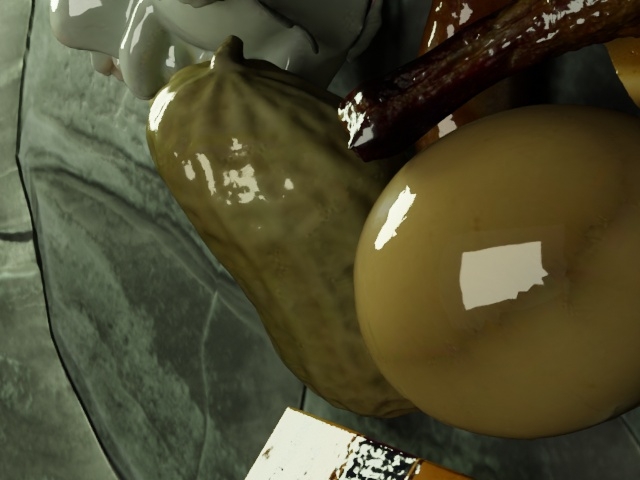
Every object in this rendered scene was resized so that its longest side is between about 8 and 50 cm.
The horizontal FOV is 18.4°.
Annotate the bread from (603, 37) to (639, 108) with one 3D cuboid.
[{"bbox_3d":[0.203,-0.103,1.199,0.103,0.049,0.062,-3,61,54],"label":"bread"}]

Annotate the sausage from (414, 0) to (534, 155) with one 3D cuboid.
[{"bbox_3d":[0.120,-0.154,1.277,0.103,0.076,0.302,46,131,38],"label":"sausage"}]

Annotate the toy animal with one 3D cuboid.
[{"bbox_3d":[-0.101,-0.206,1.483,0.310,0.182,0.247,10,100,57],"label":"toy animal"}]

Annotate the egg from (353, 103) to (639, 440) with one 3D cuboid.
[{"bbox_3d":[0.139,0.015,1.186,0.244,0.201,0.201,-27,76,50],"label":"egg"}]

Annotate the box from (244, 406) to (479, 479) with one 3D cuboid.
[{"bbox_3d":[0.027,0.223,1.424,0.237,0.070,0.152,16,70,49],"label":"box"}]

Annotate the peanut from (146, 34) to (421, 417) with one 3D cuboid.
[{"bbox_3d":[0.003,-0.003,1.347,0.291,0.143,0.159,57,153,-15],"label":"peanut"}]

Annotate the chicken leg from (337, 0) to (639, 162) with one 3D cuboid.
[{"bbox_3d":[0.178,-0.161,1.128,0.407,0.158,0.096,-34,84,32],"label":"chicken leg"}]
